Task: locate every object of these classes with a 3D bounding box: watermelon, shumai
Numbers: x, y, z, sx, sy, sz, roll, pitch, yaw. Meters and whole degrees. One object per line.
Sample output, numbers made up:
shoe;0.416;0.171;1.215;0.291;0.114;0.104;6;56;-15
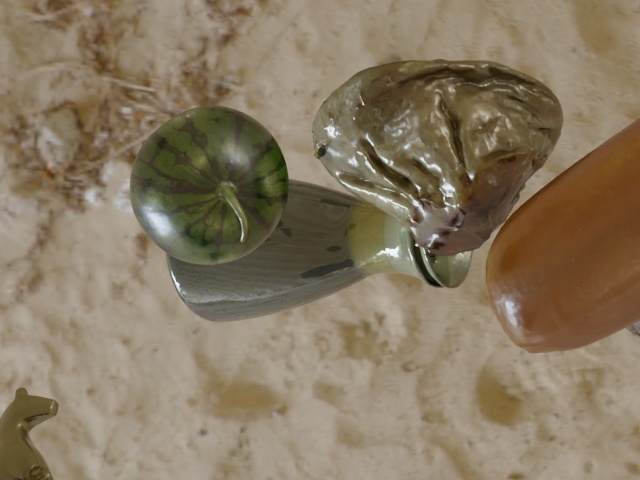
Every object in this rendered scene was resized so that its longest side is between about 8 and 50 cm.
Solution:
watermelon;-0.067;-0.034;0.762;0.109;0.109;0.109;-1;89;32
shumai;0.095;-0.050;0.944;0.201;0.201;0.120;-17;64;31

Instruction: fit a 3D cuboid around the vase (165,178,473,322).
vase;0.000;0.000;1.380;0.321;0.173;0.173;-4;87;34

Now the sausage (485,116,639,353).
sausage;0.205;-0.030;0.686;0.274;0.105;0.105;-39;69;32

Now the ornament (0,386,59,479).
ornament;-0.451;0.339;1.813;0.230;0.061;0.245;-40;47;-4

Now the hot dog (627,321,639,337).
hot dog;0.355;0.028;1.541;0.253;0.069;0.131;-126;41;-54
